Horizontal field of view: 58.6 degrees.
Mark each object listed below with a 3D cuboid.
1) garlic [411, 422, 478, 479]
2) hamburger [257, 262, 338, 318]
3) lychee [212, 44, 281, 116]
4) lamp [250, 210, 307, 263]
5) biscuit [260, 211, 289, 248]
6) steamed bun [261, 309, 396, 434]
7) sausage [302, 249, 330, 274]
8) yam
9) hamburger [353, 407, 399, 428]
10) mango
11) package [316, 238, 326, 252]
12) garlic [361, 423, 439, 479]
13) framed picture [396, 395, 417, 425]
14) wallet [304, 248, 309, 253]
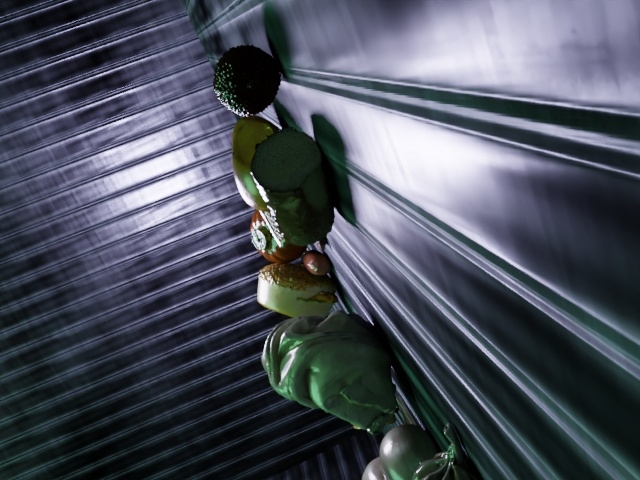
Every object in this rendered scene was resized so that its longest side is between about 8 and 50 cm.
[{"bbox_3d":[0.218,0.414,0.983,0.131,0.127,0.194,-119,24,-68],"label":"garlic"},{"bbox_3d":[-0.077,0.168,1.970,0.276,0.294,0.179,4,-76,-81],"label":"hamburger"},{"bbox_3d":[-0.128,-0.282,1.008,0.129,0.123,0.123,-99,-15,-82],"label":"lychee"},{"bbox_3d":[-0.136,-0.030,1.920,0.223,0.196,0.223,21,122,38],"label":"lamp"},{"bbox_3d":[-0.114,-0.116,1.589,0.172,0.029,0.254,-61,39,26],"label":"biscuit"},{"bbox_3d":[0.045,0.291,1.430,0.394,0.237,0.346,23,-178,31],"label":"steamed bun"},{"bbox_3d":[-0.013,0.072,1.852,0.077,0.077,0.194,65,174,-10],"label":"sausage"},{"bbox_3d":[-0.044,-0.085,1.057,0.238,0.129,0.128,74,170,-60],"label":"yam"},{"bbox_3d":[0.160,0.522,1.824,0.175,0.175,0.137,93,165,-80],"label":"hamburger"},{"bbox_3d":[-0.128,-0.181,1.337,0.191,0.160,0.290,57,-173,-51],"label":"mango"},{"bbox_3d":[0.000,0.000,1.617,0.083,0.029,0.059,-100,-10,-75],"label":"package"},{"bbox_3d":[0.240,0.581,1.436,0.246,0.231,0.340,15,173,21],"label":"garlic"},{"bbox_3d":[0.273,0.556,1.630,0.150,0.015,0.203,58,171,51],"label":"framed picture"},{"bbox_3d":[-0.019,0.118,2.375,0.133,0.039,0.243,56,172,20],"label":"wallet"}]
